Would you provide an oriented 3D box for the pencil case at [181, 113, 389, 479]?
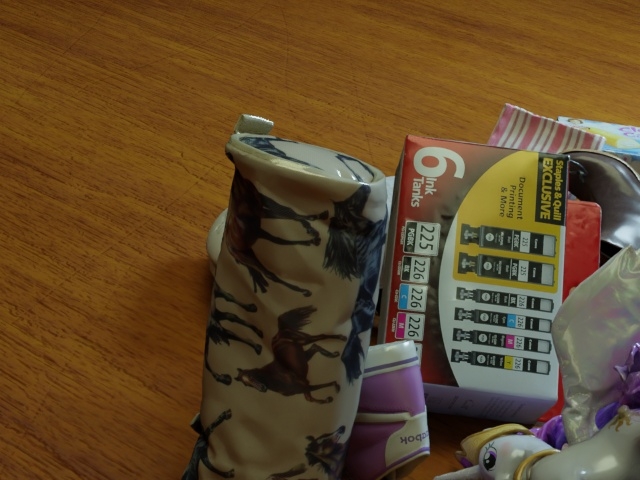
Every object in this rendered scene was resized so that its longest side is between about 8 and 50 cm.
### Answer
[{"bbox_3d":[-0.043,0.092,1.280,0.184,0.410,0.160,18,17,32],"label":"pencil case"}]

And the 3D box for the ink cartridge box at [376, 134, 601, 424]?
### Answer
[{"bbox_3d":[0.213,0.051,1.560,0.272,0.130,0.309,7,69,-1],"label":"ink cartridge box"}]

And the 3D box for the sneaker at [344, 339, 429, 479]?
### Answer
[{"bbox_3d":[0.009,0.205,1.421,0.102,0.161,0.282,-13,-1,-37],"label":"sneaker"}]

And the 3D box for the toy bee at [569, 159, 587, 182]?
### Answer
[{"bbox_3d":[0.263,-0.052,1.986,0.195,0.162,0.298,23,-6,-1],"label":"toy bee"}]

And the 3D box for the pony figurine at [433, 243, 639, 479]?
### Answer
[{"bbox_3d":[0.301,0.203,1.289,0.351,0.302,0.363,-29,12,-4],"label":"pony figurine"}]

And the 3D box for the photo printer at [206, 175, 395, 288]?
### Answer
[{"bbox_3d":[0.000,0.000,1.764,0.308,0.107,0.256,-9,16,-6],"label":"photo printer"}]

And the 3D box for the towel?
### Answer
[{"bbox_3d":[0.366,-0.142,2.205,0.197,0.144,0.029,24,-6,32],"label":"towel"}]

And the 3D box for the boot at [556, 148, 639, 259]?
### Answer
[{"bbox_3d":[0.455,-0.046,2.034,0.248,0.090,0.207,29,33,11],"label":"boot"}]

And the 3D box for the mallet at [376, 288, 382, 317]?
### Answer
[{"bbox_3d":[0.150,0.090,1.772,0.190,0.039,0.062,1,60,-40],"label":"mallet"}]

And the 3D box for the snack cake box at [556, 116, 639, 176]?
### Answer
[{"bbox_3d":[0.541,-0.138,2.286,0.265,0.089,0.152,8,26,3],"label":"snack cake box"}]
